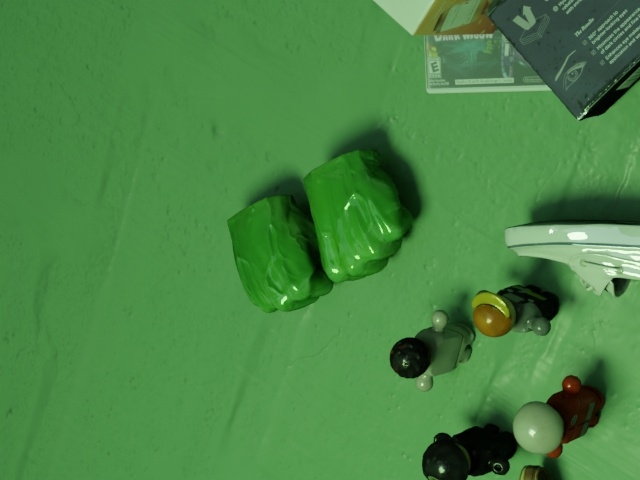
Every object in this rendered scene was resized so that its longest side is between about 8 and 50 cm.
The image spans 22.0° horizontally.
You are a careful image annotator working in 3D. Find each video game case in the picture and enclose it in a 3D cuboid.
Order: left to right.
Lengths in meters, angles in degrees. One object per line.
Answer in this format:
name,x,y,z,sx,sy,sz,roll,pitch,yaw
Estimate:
video game case,0.201,-0.258,1.908,0.190,0.022,0.173,2,99,37

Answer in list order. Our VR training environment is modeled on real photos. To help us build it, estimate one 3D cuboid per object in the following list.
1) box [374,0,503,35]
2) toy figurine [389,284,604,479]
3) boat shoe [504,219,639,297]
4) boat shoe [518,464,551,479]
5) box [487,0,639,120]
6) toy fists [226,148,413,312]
box,0.150,-0.303,1.817,0.091,0.170,0.130,45,121,24
toy figurine,0.195,0.167,1.903,0.213,0.148,0.209,-26,81,38
boat shoe,0.318,0.021,1.819,0.258,0.095,0.084,3,95,38
boat shoe,0.280,0.344,1.925,0.060,0.064,0.178,-14,95,33
box,0.296,-0.241,1.779,0.156,0.093,0.158,-45,77,27
toy fists,0.000,0.000,2.061,0.279,0.096,0.142,-27,71,39
